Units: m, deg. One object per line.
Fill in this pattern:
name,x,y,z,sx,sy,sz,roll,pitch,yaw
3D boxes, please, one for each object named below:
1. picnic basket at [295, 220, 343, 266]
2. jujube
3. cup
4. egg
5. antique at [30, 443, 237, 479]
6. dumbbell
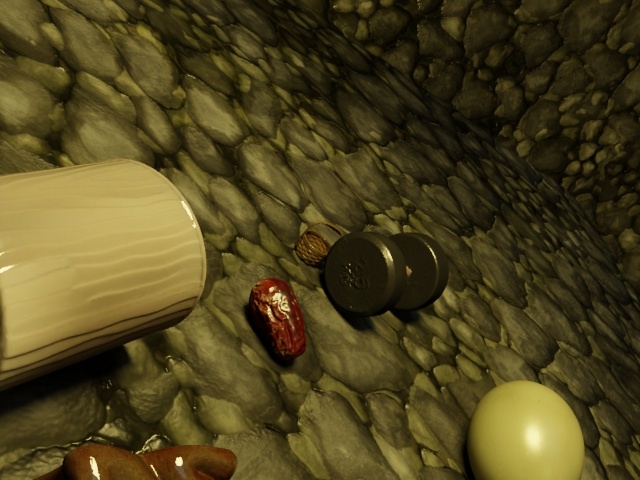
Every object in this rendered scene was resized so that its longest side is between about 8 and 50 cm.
picnic basket,0.000,0.000,1.302,0.072,0.083,0.072,31,30,-21
jujube,-0.063,0.118,1.066,0.077,0.077,0.129,6,54,-50
cup,-0.304,0.005,0.750,0.288,0.208,0.273,50,29,10
egg,0.333,0.340,1.158,0.186,0.186,0.241,36,38,-14
antique,-0.172,0.272,0.652,0.257,0.121,0.143,22,42,-48
dumbbell,0.124,0.060,1.311,0.218,0.152,0.152,0,50,-53
